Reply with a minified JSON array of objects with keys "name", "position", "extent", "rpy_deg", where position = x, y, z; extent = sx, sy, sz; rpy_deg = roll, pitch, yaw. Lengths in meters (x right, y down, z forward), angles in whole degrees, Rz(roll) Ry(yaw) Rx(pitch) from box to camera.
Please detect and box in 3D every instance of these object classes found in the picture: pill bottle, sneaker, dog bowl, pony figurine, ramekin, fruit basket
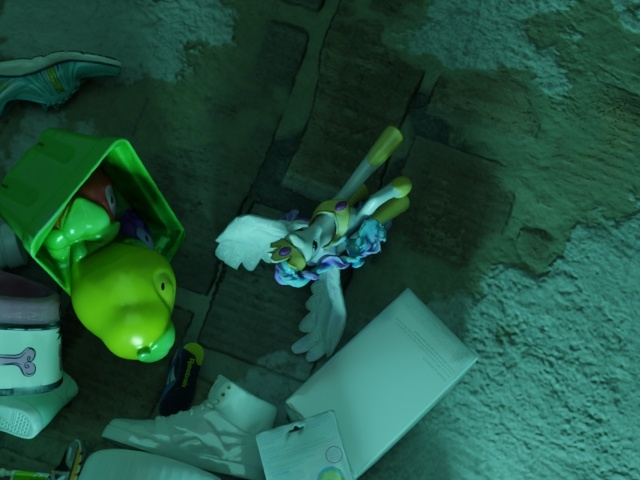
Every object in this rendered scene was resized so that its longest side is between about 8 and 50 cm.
[{"name":"pill bottle","position":[-0.643,0.028,1.846],"extent":[0.187,0.112,0.112],"rpy_deg":[-15,72,-6]},{"name":"sneaker","position":[-0.526,-0.311,1.990],"extent":[0.275,0.107,0.109],"rpy_deg":[-11,91,0]},{"name":"sneaker","position":[-0.454,0.440,1.703],"extent":[0.083,0.084,0.214],"rpy_deg":[14,72,7]},{"name":"dog bowl","position":[-0.608,0.124,1.632],"extent":[0.408,0.408,0.150],"rpy_deg":[14,93,3]},{"name":"pony figurine","position":[0.000,0.000,1.784],"extent":[0.303,0.351,0.363],"rpy_deg":[43,56,9]},{"name":"sneaker","position":[-0.222,0.312,1.764],"extent":[0.293,0.108,0.169],"rpy_deg":[15,73,-7]},{"name":"ramekin","position":[-0.277,0.440,1.634],"extent":[0.277,0.277,0.135],"rpy_deg":[12,63,3]},{"name":"fruit basket","position":[-0.347,0.026,1.720],"extent":[0.392,0.392,0.283],"rpy_deg":[33,73,10]},{"name":"sneaker","position":[-0.253,0.250,1.814],"extent":[0.053,0.059,0.144],"rpy_deg":[23,86,-26]},{"name":"sneaker","position":[-0.555,0.265,1.795],"extent":[0.256,0.094,0.151],"rpy_deg":[14,29,25]}]

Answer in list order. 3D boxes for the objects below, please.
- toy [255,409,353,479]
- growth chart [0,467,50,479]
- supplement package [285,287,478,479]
[{"name":"toy","position":[-0.007,0.407,1.606],"extent":[0.137,0.056,0.237],"rpy_deg":[-19,66,7]},{"name":"growth chart","position":[-0.478,0.513,1.731],"extent":[0.172,0.021,0.237],"rpy_deg":[0,71,-3]},{"name":"supplement package","position":[0.101,0.258,1.751],"extent":[0.293,0.177,0.175],"rpy_deg":[-42,77,-15]}]
